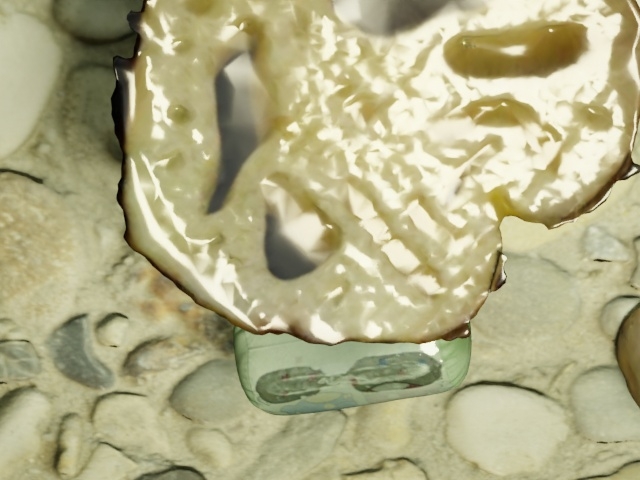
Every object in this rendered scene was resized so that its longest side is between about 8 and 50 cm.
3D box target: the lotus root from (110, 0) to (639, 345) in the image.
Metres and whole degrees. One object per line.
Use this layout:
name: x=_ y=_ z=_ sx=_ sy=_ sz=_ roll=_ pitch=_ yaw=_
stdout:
lotus root: x=0.029 y=-0.103 z=0.958 sx=0.390 sy=0.111 sz=0.375 roll=-34 pitch=113 yaw=12

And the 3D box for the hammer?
hammer: x=0.000 y=0.000 z=1.116 sx=0.206 sy=0.119 sz=0.335 roll=-11 pitch=125 yaw=10

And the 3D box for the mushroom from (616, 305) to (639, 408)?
mushroom: x=0.361 y=0.135 z=1.188 sx=0.173 sy=0.162 sz=0.236 roll=4 pitch=131 yaw=-4
